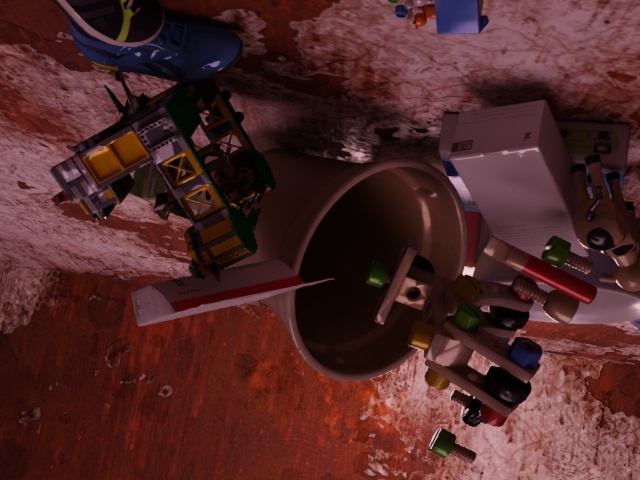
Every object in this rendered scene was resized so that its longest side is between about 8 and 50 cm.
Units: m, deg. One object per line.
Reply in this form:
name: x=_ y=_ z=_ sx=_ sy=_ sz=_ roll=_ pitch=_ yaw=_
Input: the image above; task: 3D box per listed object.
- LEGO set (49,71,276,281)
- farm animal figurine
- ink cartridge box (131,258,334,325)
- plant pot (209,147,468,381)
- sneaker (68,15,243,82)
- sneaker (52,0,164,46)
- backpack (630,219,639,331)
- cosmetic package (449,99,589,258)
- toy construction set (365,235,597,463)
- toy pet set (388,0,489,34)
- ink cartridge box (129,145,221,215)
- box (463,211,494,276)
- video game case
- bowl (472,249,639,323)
LEGO set: x=-0.201 y=-0.075 z=1.213 sx=0.192 sy=0.331 sz=0.255 roll=-26 pitch=117 yaw=14
farm animal figurine: x=0.472 y=-0.001 z=1.234 sx=0.330 sy=0.172 sz=0.327 roll=-5 pitch=163 yaw=0
ink cartridge box: x=-0.115 y=0.055 z=1.179 sx=0.181 sy=0.056 sz=0.225 roll=-11 pitch=174 yaw=-30
plant pot: x=0.000 y=0.000 z=1.449 sx=0.334 sy=0.333 sz=0.305 roll=23 pitch=-177 yaw=-42
sneaker: x=-0.199 y=-0.240 z=1.131 sx=0.209 sy=0.069 sz=0.082 roll=7 pitch=162 yaw=12
sneaker: x=-0.230 y=-0.274 z=0.982 sx=0.097 sy=0.084 sz=0.235 roll=-1 pitch=163 yaw=34
backpack: x=0.550 y=0.064 z=1.604 sx=0.117 sy=0.173 sz=0.158 roll=16 pitch=166 yaw=-25
cosmetic package: x=0.263 y=-0.070 z=1.217 sx=0.117 sy=0.085 sz=0.231 roll=-5 pitch=141 yaw=29
toy construction set: x=0.178 y=0.082 z=1.225 sx=0.237 sy=0.257 sz=0.309 roll=27 pitch=140 yaw=-1
toy pet set: x=0.109 y=-0.231 z=0.952 sx=0.114 sy=0.065 sz=0.122 roll=4 pitch=165 yaw=23
ink cartridge box: x=-0.237 y=-0.106 z=1.607 sx=0.062 sy=0.109 sz=0.209 roll=-3 pitch=161 yaw=41
box: x=0.194 y=0.000 z=1.693 sx=0.232 sy=0.126 sz=0.149 roll=2 pitch=165 yaw=27
video game case: x=0.307 y=-0.098 z=1.362 sx=0.244 sy=0.061 sz=0.269 roll=6 pitch=166 yaw=16
bowl: x=0.382 y=0.042 z=1.530 sx=0.298 sy=0.134 sz=0.298 roll=7 pitch=165 yaw=2
